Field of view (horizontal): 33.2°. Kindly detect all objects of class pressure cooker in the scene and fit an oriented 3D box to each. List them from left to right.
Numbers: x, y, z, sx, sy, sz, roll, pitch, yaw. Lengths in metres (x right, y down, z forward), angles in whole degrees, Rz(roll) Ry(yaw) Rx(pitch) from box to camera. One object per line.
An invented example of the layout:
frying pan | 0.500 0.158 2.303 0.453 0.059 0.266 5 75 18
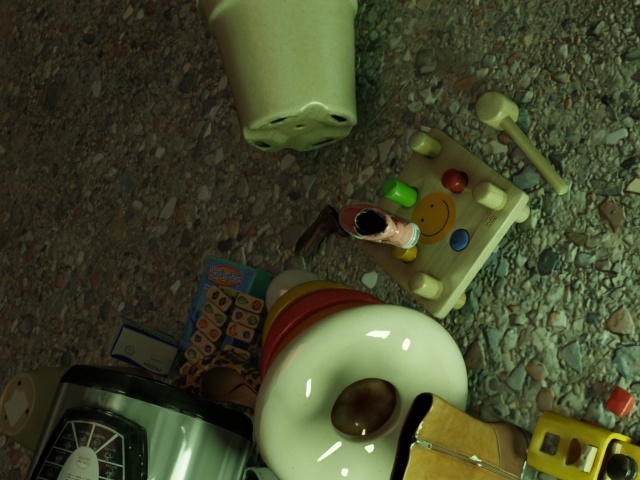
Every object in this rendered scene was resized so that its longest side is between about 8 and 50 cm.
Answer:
pressure cooker | -0.329 0.458 1.847 0.370 0.375 0.420 -16 54 64

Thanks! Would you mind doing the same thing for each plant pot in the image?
plant pot | -0.514 0.363 2.219 0.256 0.274 0.256 -18 62 37
plant pot | -0.059 -0.348 2.084 0.334 0.334 0.305 -21 70 36

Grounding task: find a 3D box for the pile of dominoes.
pile of dominoes | -0.177 0.224 2.070 0.196 0.040 0.251 18 85 20

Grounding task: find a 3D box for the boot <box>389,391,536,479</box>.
boot | 0.203 0.372 1.534 0.096 0.280 0.264 15 83 46

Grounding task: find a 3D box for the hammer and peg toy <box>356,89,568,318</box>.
hammer and peg toy | 0.230 -0.076 1.803 0.361 0.127 0.266 -55 45 11

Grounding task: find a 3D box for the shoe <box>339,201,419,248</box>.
shoe | 0.077 -0.033 1.782 0.178 0.081 0.063 20 90 47

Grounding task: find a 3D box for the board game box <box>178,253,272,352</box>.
board game box | -0.196 0.146 2.170 0.160 0.047 0.210 15 85 46

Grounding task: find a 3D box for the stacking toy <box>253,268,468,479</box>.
stacking toy | 0.010 0.188 1.841 0.350 0.351 0.480 -57 26 9

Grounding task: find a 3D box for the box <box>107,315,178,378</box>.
box | -0.366 0.218 2.211 0.072 0.126 0.137 -66 15 -1

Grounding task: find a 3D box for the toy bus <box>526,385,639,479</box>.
toy bus | 0.391 0.310 1.509 0.202 0.104 0.191 -39 51 26

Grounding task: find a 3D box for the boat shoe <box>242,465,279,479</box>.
boat shoe | -0.094 0.522 1.892 0.095 0.084 0.258 -38 51 26

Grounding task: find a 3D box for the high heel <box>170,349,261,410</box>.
high heel | -0.166 0.280 1.951 0.261 0.093 0.186 -12 24 9

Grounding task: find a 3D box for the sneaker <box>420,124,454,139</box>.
sneaker | 0.210 -0.182 1.942 0.083 0.031 0.035 32 110 50

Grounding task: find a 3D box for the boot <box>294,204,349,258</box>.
boot | 0.000 0.000 2.053 0.114 0.037 0.106 -49 34 13
